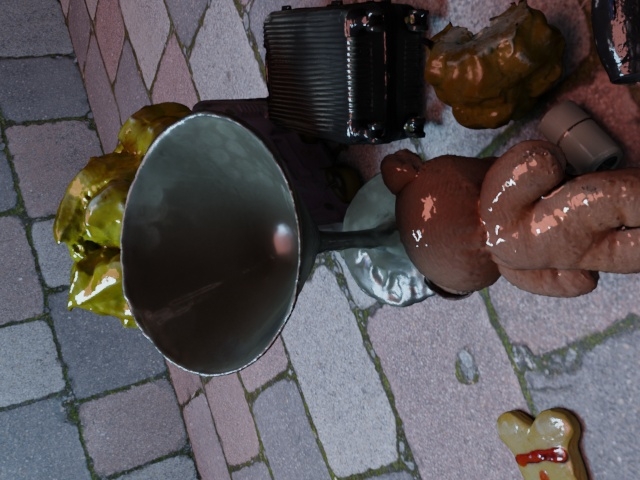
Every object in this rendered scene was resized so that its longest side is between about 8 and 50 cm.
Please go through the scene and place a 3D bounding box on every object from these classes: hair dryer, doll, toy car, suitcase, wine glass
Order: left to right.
[{"bbox_3d":[-0.095,-0.079,1.180,0.336,0.242,0.226,59,143,32],"label":"toy car"},{"bbox_3d":[0.000,0.000,0.834,0.267,0.406,0.267,1,92,39],"label":"wine glass"},{"bbox_3d":[0.031,-0.248,1.010,0.312,0.128,0.202,24,121,55],"label":"suitcase"},{"bbox_3d":[0.225,-0.034,0.702,0.303,0.156,0.201,-4,128,30],"label":"doll"},{"bbox_3d":[0.266,-0.077,0.752,0.082,0.047,0.137,59,151,29],"label":"hair dryer"},{"bbox_3d":[0.334,-0.244,0.571,0.219,0.075,0.196,-1,90,50],"label":"hair dryer"}]

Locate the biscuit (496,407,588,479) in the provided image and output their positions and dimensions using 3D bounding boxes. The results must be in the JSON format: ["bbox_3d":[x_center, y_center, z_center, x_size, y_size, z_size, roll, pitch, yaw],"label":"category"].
[{"bbox_3d":[0.303,0.325,0.847,0.153,0.030,0.235,-35,69,61],"label":"biscuit"}]

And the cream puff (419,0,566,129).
[{"bbox_3d":[0.194,-0.183,0.750,0.156,0.156,0.121,-36,37,59],"label":"cream puff"}]

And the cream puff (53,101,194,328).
[{"bbox_3d":[-0.263,-0.031,0.999,0.291,0.257,0.325,30,124,52],"label":"cream puff"}]
